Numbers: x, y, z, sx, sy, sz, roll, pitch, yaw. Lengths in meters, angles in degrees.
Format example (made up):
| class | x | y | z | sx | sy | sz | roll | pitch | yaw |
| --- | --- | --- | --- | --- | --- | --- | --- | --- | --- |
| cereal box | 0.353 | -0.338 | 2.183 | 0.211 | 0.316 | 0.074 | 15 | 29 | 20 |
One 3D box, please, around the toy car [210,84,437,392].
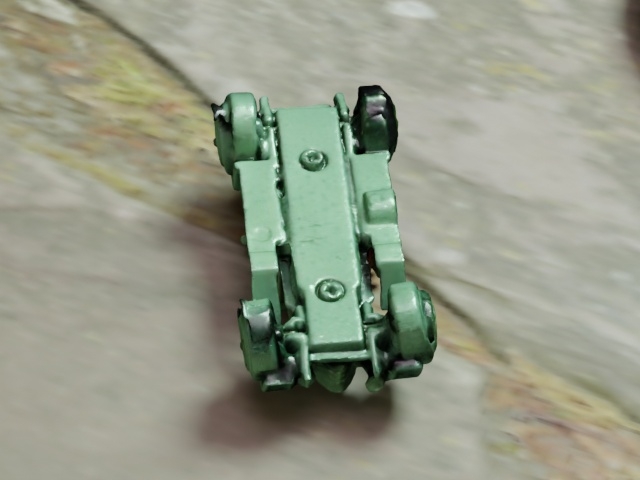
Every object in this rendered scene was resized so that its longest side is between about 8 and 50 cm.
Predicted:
| class | x | y | z | sx | sy | sz | roll | pitch | yaw |
| --- | --- | --- | --- | --- | --- | --- | --- | --- | --- |
| toy car | 0.000 | 0.000 | 0.750 | 0.073 | 0.054 | 0.143 | -5 | 49 | -6 |
